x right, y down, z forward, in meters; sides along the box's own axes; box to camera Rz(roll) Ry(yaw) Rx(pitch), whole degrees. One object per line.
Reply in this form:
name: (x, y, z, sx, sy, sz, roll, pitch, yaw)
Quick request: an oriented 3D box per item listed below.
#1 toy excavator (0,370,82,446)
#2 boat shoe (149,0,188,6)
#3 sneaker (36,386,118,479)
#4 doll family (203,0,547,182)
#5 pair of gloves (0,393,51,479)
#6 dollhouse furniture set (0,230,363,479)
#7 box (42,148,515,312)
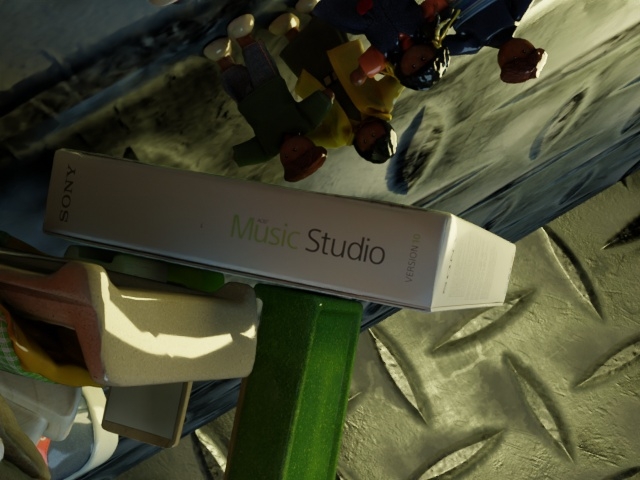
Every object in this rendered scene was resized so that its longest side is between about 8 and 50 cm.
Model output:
toy excavator: (-0.377, 0.243, 0.544, 0.445, 0.433, 0.222, 5, 154, -19)
boat shoe: (-0.030, -0.140, 0.344, 0.043, 0.049, 0.137, -23, 161, -43)
sneaker: (-0.365, 0.257, 1.000, 0.148, 0.131, 0.350, -7, 148, -48)
doll family: (0.034, -0.101, 0.501, 0.193, 0.111, 0.076, -37, 167, 23)
pair of gloves: (-0.190, 0.091, 0.462, 0.042, 0.204, 0.240, -48, 156, -12)
dollhouse furniture set: (-0.125, 0.082, 0.494, 0.198, 0.151, 0.301, 11, 178, 22)
box: (0.000, 0.000, 0.637, 0.232, 0.058, 0.322, 11, 179, 18)
